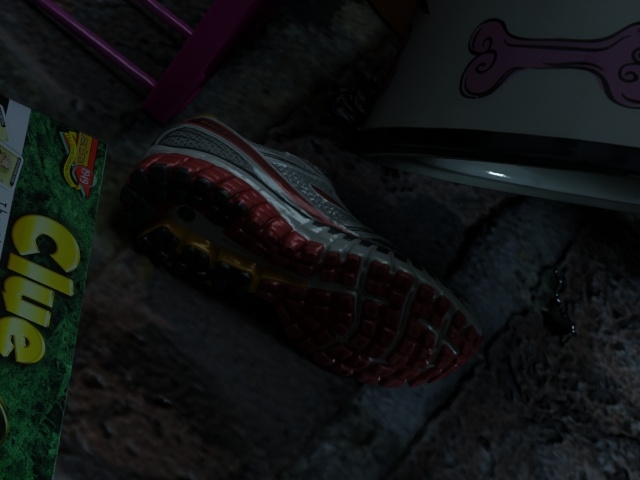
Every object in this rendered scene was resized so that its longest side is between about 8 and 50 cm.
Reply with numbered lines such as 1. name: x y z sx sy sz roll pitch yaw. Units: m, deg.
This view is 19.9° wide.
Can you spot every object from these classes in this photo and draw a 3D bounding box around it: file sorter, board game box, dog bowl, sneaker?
1. file sorter: -0.058 -0.254 1.143 0.182 0.202 0.290 39 37 -2
2. board game box: -0.184 0.018 0.910 0.136 0.030 0.259 26 40 -23
3. dog bowl: 0.231 -0.091 1.073 0.408 0.408 0.150 8 90 -36
4. sneaker: 0.000 0.000 1.039 0.225 0.088 0.092 34 37 -11

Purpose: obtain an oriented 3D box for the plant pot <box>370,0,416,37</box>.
1. plant pot: 0.180 -0.258 1.354 0.291 0.203 0.291 24 40 -22
